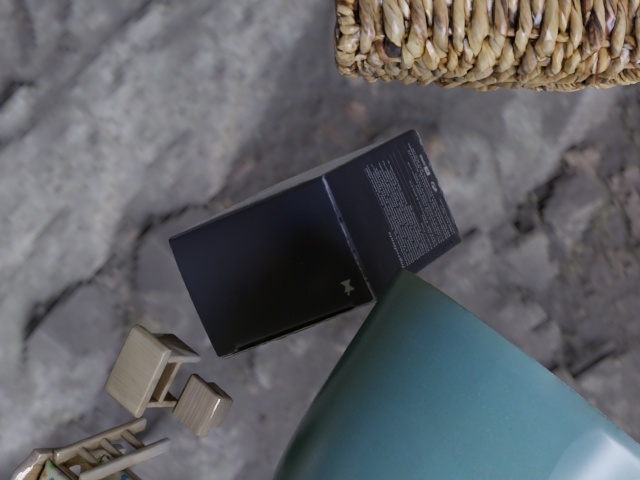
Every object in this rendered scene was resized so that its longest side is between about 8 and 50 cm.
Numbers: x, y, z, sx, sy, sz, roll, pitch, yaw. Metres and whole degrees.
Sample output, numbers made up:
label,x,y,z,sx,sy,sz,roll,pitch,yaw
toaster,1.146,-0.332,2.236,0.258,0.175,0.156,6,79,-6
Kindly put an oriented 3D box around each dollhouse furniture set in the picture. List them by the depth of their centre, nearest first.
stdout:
label,x,y,z,sx,sy,sz,roll,pitch,yaw
dollhouse furniture set,-0.107,0.172,1.360,0.182,0.101,0.161,36,108,32

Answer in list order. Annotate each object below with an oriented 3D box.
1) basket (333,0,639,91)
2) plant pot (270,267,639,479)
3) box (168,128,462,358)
label,x,y,z,sx,sy,sz,roll,pitch,yaw
basket,0.123,-0.248,1.315,0.223,0.213,0.299,1,90,2
plant pot,0.091,0.199,1.309,0.293,0.293,0.235,38,87,33
box,0.000,0.000,1.604,0.153,0.207,0.108,-21,94,25
